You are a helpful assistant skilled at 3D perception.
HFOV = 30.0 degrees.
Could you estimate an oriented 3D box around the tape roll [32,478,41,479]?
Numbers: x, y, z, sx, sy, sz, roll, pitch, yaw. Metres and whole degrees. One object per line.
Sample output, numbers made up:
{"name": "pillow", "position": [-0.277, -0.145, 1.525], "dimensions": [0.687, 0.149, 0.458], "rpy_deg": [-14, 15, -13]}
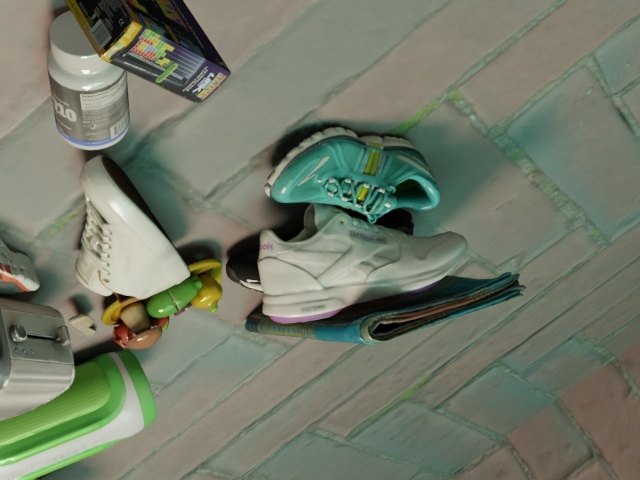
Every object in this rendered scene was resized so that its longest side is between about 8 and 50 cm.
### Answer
{"name": "tape roll", "position": [-0.470, 0.480, 1.809], "dimensions": [0.246, 0.246, 0.169], "rpy_deg": [-32, 153, 0]}

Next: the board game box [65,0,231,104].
{"name": "board game box", "position": [-0.172, -0.213, 1.079], "dimensions": [0.048, 0.170, 0.141], "rpy_deg": [-44, 151, 18]}

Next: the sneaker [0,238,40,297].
{"name": "sneaker", "position": [-0.386, 0.035, 1.383], "dimensions": [0.065, 0.061, 0.158], "rpy_deg": [-28, 152, 6]}

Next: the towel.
{"name": "towel", "position": [0.080, 0.092, 1.737], "dimensions": [0.271, 0.040, 0.370], "rpy_deg": [-15, -173, -28]}

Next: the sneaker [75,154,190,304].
{"name": "sneaker", "position": [-0.245, 0.007, 1.423], "dimensions": [0.123, 0.106, 0.290], "rpy_deg": [-31, 153, -6]}

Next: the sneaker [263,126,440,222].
{"name": "sneaker", "position": [0.051, -0.080, 1.573], "dimensions": [0.275, 0.110, 0.107], "rpy_deg": [-5, 140, -39]}

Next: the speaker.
{"name": "speaker", "position": [-0.385, 0.254, 1.657], "dimensions": [0.296, 0.131, 0.131], "rpy_deg": [-20, 150, -21]}

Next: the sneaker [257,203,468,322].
{"name": "sneaker", "position": [0.060, 0.012, 1.607], "dimensions": [0.305, 0.152, 0.114], "rpy_deg": [-13, -176, -21]}

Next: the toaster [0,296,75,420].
{"name": "toaster", "position": [-0.409, 0.154, 1.459], "dimensions": [0.227, 0.129, 0.146], "rpy_deg": [-28, 158, 28]}

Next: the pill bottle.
{"name": "pill bottle", "position": [-0.233, -0.161, 1.198], "dimensions": [0.078, 0.078, 0.137], "rpy_deg": [-21, 150, -19]}

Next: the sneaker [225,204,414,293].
{"name": "sneaker", "position": [0.000, 0.000, 1.698], "dimensions": [0.283, 0.107, 0.124], "rpy_deg": [-4, 110, -24]}

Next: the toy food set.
{"name": "toy food set", "position": [-0.219, 0.103, 1.613], "dimensions": [0.218, 0.071, 0.128], "rpy_deg": [-25, 166, -12]}
